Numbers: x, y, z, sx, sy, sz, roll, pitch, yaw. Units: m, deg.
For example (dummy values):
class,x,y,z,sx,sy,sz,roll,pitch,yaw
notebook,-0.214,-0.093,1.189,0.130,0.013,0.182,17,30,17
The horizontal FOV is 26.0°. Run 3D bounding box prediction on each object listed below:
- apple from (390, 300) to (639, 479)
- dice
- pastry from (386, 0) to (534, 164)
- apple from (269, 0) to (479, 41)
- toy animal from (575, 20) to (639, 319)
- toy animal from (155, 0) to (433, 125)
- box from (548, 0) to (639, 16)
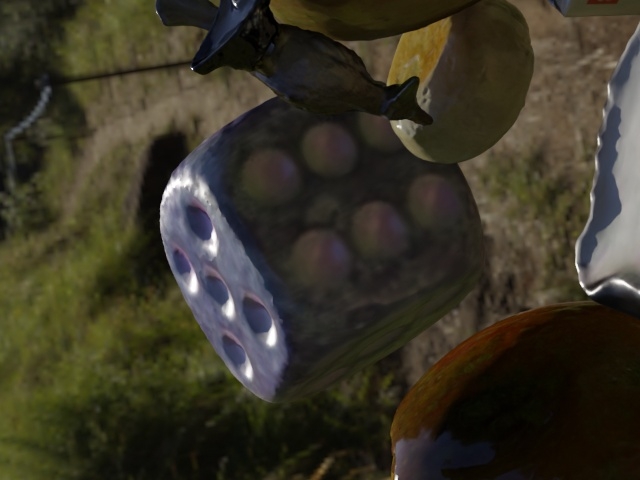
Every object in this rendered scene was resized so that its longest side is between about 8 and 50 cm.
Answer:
class,x,y,z,sx,sy,sz,roll,pitch,yaw
apple,0.125,0.153,0.663,0.237,0.208,0.236,158,90,-81
dice,0.000,0.000,1.528,0.270,0.270,0.271,58,155,13
pastry,0.115,-0.144,1.202,0.156,0.092,0.156,-46,29,35
apple,0.056,-0.306,0.948,0.319,0.277,0.319,-12,-90,-72
toy animal,0.248,-0.022,0.590,0.187,0.235,0.165,-96,24,-43
toy animal,-0.009,-0.118,0.915,0.070,0.202,0.105,-67,20,4
box,0.276,-0.292,1.072,0.269,0.135,0.079,111,147,-47
